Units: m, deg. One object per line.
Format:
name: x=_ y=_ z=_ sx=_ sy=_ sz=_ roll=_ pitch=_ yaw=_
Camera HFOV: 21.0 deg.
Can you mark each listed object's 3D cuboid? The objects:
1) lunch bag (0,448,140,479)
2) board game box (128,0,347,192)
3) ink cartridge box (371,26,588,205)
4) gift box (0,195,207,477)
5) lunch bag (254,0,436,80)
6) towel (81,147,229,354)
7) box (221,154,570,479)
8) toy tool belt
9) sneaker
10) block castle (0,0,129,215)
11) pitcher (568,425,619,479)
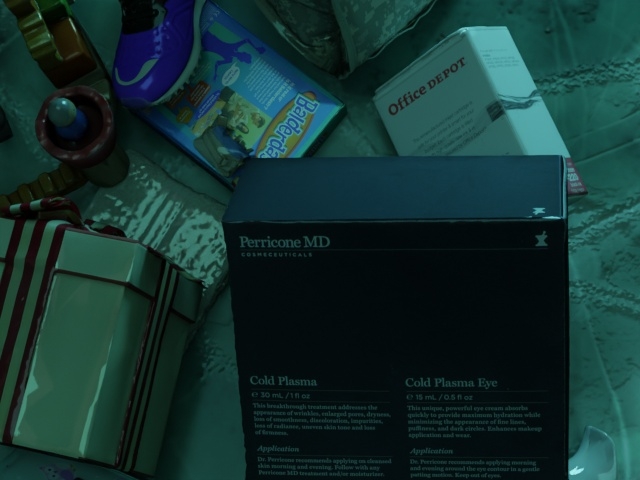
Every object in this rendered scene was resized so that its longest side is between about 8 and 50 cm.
lunch bag: x=-0.279 y=0.358 z=1.850 sx=0.223 sy=0.160 sz=0.262 roll=17 pitch=68 yaw=21
board game box: x=-0.099 y=-0.155 z=1.999 sx=0.210 sy=0.047 sz=0.160 roll=39 pitch=84 yaw=10
ink cartridge box: x=0.174 y=-0.108 z=1.915 sx=0.158 sy=0.092 sz=0.218 roll=-33 pitch=77 yaw=38
gift box: x=-0.256 y=0.100 z=1.811 sx=0.276 sy=0.255 sz=0.258 roll=10 pitch=80 yaw=11
lunch bag: x=0.023 y=-0.353 z=1.935 sx=0.287 sy=0.169 sz=0.235 roll=50 pitch=61 yaw=-8
towel: x=-0.216 y=0.056 z=1.967 sx=0.187 sy=0.049 sz=0.282 roll=31 pitch=81 yaw=8
box: x=0.088 y=0.085 z=1.795 sx=0.343 sy=0.179 sz=0.313 roll=0 pitch=115 yaw=7
toy tool belt: x=-0.099 y=-0.098 z=1.938 sx=0.083 sy=0.052 sz=0.051 roll=45 pitch=95 yaw=9
sneaker: x=-0.195 y=-0.293 z=1.950 sx=0.102 sy=0.146 sz=0.293 roll=-2 pitch=59 yaw=32
block castle: x=-0.425 y=-0.220 z=1.928 sx=0.303 sy=0.213 sz=0.453 roll=-27 pitch=72 yaw=-1
pitcher: x=0.243 y=0.322 z=1.856 sx=0.207 sy=0.125 sz=0.178 roll=-26 pitch=90 yaw=-13
